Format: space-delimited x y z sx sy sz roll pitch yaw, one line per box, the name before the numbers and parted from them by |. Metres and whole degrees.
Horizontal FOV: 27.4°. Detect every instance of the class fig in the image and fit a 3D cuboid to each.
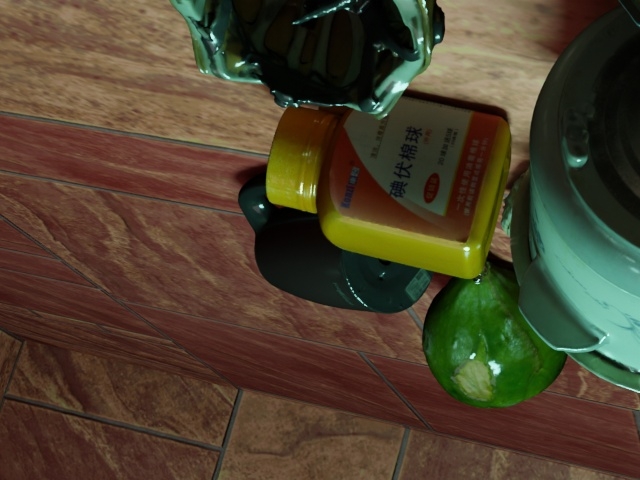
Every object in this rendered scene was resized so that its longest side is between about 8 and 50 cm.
fig | 0.227 0.106 1.730 0.195 0.195 0.245 7 127 29

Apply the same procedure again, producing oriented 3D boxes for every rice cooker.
rice cooker | 0.279 -0.032 0.990 0.264 0.316 0.317 49 176 21

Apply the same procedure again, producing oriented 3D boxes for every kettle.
kettle | 0.000 0.000 1.616 0.232 0.144 0.202 0 138 53

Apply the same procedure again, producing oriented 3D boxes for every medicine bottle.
medicine bottle | 0.066 -0.062 1.289 0.222 0.149 0.112 13 164 12

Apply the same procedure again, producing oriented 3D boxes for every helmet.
helmet | -0.004 -0.194 0.942 0.198 0.130 0.224 12 154 2

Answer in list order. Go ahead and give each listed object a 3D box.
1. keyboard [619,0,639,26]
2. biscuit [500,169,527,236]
keyboard | 0.182 -0.171 0.810 0.055 0.176 0.014 17 123 -28
biscuit | 0.313 -0.011 1.385 0.238 0.062 0.108 15 165 1
